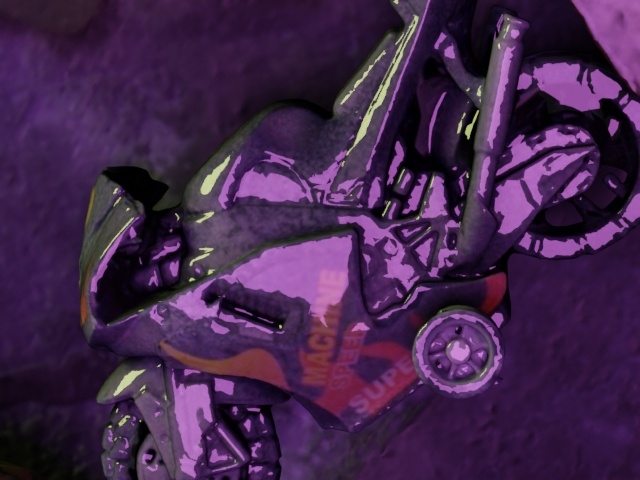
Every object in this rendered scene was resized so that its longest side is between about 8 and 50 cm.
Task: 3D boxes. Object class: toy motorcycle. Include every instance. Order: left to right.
[{"bbox_3d":[0.000,0.000,0.623,0.307,0.108,0.173,-40,97,10],"label":"toy motorcycle"}]

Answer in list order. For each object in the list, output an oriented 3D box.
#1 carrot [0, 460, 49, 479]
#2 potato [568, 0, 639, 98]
[{"bbox_3d":[-0.116,0.194,0.671,0.302,0.138,0.138,30,105,-15],"label":"carrot"},{"bbox_3d":[0.144,-0.166,0.572,0.138,0.098,0.243,12,110,-1],"label":"potato"}]
